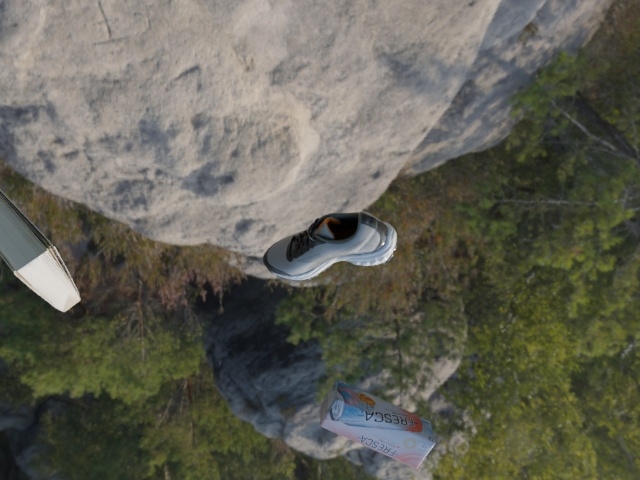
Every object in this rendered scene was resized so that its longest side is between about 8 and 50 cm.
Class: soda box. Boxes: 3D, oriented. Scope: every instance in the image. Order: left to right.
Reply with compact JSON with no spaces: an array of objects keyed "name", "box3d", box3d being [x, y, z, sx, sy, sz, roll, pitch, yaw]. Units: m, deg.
[{"name":"soda box","box3d":[0.093,0.300,0.927,0.183,0.058,0.063,26,109,-8]}]

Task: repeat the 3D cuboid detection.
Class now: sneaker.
[{"name":"sneaker","box3d":[0.000,0.000,1.027,0.271,0.100,0.108,-15,143,33]}]

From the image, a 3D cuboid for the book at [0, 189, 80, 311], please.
[{"name":"book","box3d":[-0.274,-0.008,0.498,0.035,0.144,0.096,-40,162,-23]}]
